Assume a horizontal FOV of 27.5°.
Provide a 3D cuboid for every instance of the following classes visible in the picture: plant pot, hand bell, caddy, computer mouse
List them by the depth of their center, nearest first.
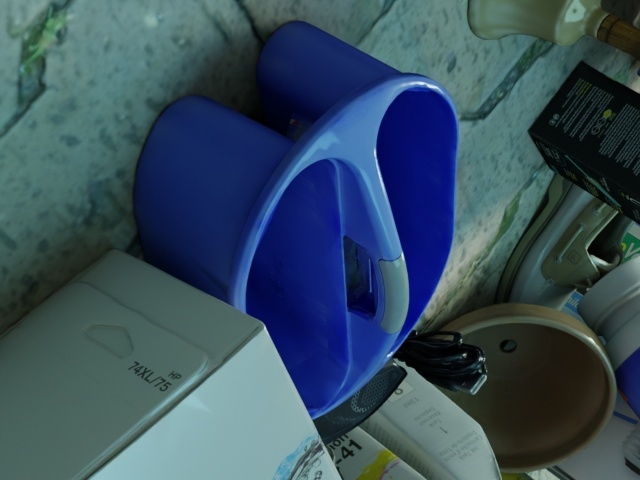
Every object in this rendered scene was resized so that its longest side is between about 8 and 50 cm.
[{"bbox_3d":[0.000,0.000,1.031,0.241,0.179,0.341,-40,148,-26],"label":"caddy"},{"bbox_3d":[0.263,-0.182,1.162,0.126,0.242,0.126,-37,148,-28],"label":"hand bell"},{"bbox_3d":[0.006,0.145,1.216,0.272,0.188,0.072,-17,113,-36],"label":"computer mouse"},{"bbox_3d":[0.225,0.154,1.556,0.110,0.237,0.237,-86,-171,-56],"label":"plant pot"}]

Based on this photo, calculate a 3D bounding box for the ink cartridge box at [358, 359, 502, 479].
[{"bbox_3d":[0.154,0.348,1.416,0.091,0.385,0.308,-27,141,-36],"label":"ink cartridge box"}]

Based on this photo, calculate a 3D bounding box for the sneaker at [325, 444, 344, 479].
[{"bbox_3d":[-0.046,0.236,1.181,0.229,0.132,0.086,-64,153,-55],"label":"sneaker"}]

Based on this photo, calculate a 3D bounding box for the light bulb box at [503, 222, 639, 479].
[{"bbox_3d":[0.453,0.190,1.726,0.361,0.358,0.225,-52,154,-5],"label":"light bulb box"}]

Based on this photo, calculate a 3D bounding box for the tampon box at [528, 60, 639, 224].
[{"bbox_3d":[0.333,-0.099,1.440,0.101,0.161,0.120,-53,152,-3],"label":"tampon box"}]

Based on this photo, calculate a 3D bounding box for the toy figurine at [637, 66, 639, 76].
[{"bbox_3d":[0.431,-0.189,1.571,0.217,0.191,0.363,31,97,-32],"label":"toy figurine"}]

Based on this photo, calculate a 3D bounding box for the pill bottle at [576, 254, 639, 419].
[{"bbox_3d":[0.425,0.154,1.532,0.152,0.272,0.152,-30,156,-15],"label":"pill bottle"}]

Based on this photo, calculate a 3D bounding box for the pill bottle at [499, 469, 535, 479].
[{"bbox_3d":[0.189,0.304,1.632,0.103,0.184,0.103,-37,147,-29],"label":"pill bottle"}]

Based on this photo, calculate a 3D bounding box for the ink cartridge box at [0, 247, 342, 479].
[{"bbox_3d":[-0.118,0.184,0.949,0.197,0.198,0.270,-40,127,-23],"label":"ink cartridge box"}]

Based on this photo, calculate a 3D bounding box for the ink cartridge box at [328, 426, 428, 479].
[{"bbox_3d":[0.022,0.323,1.276,0.226,0.306,0.131,-39,147,-26],"label":"ink cartridge box"}]

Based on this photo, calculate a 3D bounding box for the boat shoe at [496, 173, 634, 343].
[{"bbox_3d":[0.308,0.013,1.584,0.113,0.103,0.302,-15,133,-49],"label":"boat shoe"}]
